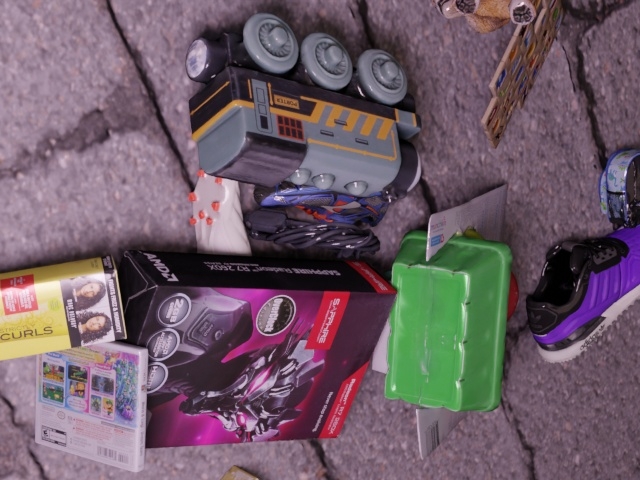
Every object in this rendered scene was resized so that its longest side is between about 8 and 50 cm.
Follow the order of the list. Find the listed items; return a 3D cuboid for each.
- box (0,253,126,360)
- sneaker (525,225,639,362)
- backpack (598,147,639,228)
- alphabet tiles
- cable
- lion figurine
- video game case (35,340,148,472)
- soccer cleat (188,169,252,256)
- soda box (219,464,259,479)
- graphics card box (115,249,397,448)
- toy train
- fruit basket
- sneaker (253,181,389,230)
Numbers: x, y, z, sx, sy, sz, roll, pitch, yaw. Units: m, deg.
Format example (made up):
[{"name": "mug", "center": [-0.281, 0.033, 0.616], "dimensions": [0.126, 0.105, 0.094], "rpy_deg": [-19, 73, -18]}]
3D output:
[{"name": "box", "center": [-0.333, 0.080, 1.476], "dimensions": [0.232, 0.058, 0.087], "rpy_deg": [-8, 108, -10]}, {"name": "sneaker", "center": [0.421, 0.043, 2.090], "dimensions": [0.293, 0.102, 0.146], "rpy_deg": [-46, 123, -21]}, {"name": "backpack", "center": [0.489, -0.087, 2.124], "dimensions": [0.105, 0.084, 0.114], "rpy_deg": [-15, 108, -33]}, {"name": "alphabet tiles", "center": [0.286, -0.252, 1.911], "dimensions": [0.237, 0.009, 0.198], "rpy_deg": [-64, 161, -7]}, {"name": "cable", "center": [0.000, 0.000, 1.691], "dimensions": [0.150, 0.184, 0.047], "rpy_deg": [20, 81, -43]}, {"name": "lion figurine", "center": [0.217, -0.423, 1.708], "dimensions": [0.240, 0.142, 0.392], "rpy_deg": [-76, 170, -53]}, {"name": "video game case", "center": [-0.264, 0.179, 1.549], "dimensions": [0.019, 0.157, 0.143], "rpy_deg": [-12, 109, -57]}, {"name": "soccer cleat", "center": [-0.120, -0.013, 1.679], "dimensions": [0.076, 0.068, 0.196], "rpy_deg": [-12, 114, -41]}, {"name": "soda box", "center": [-0.142, 0.381, 1.751], "dimensions": [0.181, 0.058, 0.061], "rpy_deg": [-45, 123, -21]}, {"name": "graphics card box", "center": [-0.099, 0.135, 1.669], "dimensions": [0.370, 0.094, 0.233], "rpy_deg": [5, 117, -38]}, {"name": "toy train", "center": [-0.014, -0.148, 1.647], "dimensions": [0.334, 0.142, 0.190], "rpy_deg": [11, 63, -37]}, {"name": "fruit basket", "center": [0.190, 0.098, 1.884], "dimensions": [0.353, 0.165, 0.327], "rpy_deg": [-31, 126, -69]}, {"name": "sneaker", "center": [0.011, -0.051, 1.763], "dimensions": [0.221, 0.083, 0.087], "rpy_deg": [-1, 111, -34]}]
